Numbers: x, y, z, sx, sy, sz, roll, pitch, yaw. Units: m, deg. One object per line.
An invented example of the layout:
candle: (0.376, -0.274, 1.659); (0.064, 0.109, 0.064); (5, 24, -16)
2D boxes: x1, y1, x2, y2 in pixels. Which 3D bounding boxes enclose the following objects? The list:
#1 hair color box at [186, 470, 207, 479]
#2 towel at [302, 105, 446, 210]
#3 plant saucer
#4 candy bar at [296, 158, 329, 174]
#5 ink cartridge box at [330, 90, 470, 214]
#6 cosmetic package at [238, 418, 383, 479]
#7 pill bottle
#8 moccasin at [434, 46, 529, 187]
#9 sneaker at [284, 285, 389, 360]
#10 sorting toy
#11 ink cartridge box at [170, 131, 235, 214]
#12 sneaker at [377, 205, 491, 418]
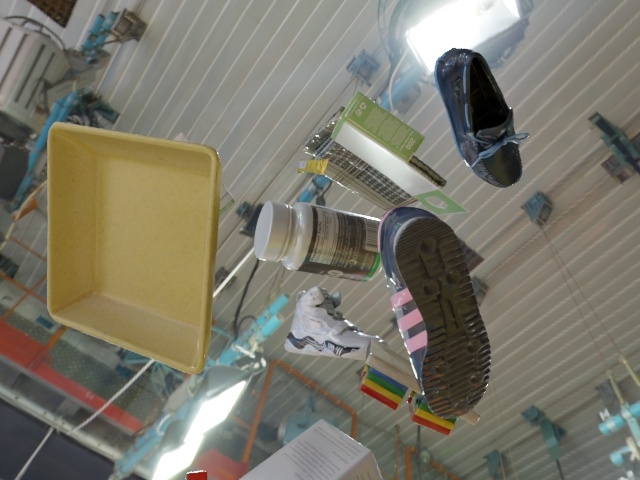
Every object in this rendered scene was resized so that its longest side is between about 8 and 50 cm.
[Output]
hair color box: (-0.255, 0.515, 1.098); (0.043, 0.071, 0.141); (-1, -23, -14)
towel: (0.115, -0.185, 1.350); (0.324, 0.312, 0.056); (33, -105, -11)
plant saucer: (-0.281, 0.000, 0.829); (0.333, 0.081, 0.332); (13, -76, 25)
candy bar: (-0.023, -0.183, 1.312); (0.018, 0.161, 0.040); (19, -90, -26)
ink cartridge box: (0.129, -0.129, 0.845); (0.235, 0.171, 0.056); (33, -91, -4)
cosmetic package: (-0.004, 0.426, 0.870); (0.184, 0.151, 0.151); (-29, -71, -26)
pill bottle: (0.000, 0.000, 1.582); (0.361, 0.204, 0.204); (12, -58, -20)
moccasin: (0.347, -0.244, 1.134); (0.138, 0.117, 0.342); (-43, -64, -6)
sneaker: (0.046, 0.250, 1.621); (0.366, 0.210, 0.137); (-5, -16, 39)
sorting toy: (0.207, 0.341, 1.215); (0.256, 0.257, 0.089); (29, -90, 7)
ink cartridge box: (-0.299, -0.145, 1.282); (0.093, 0.219, 0.160); (-39, -93, -6)
sneaker: (0.156, 0.097, 0.751); (0.112, 0.131, 0.318); (-17, -69, -7)
